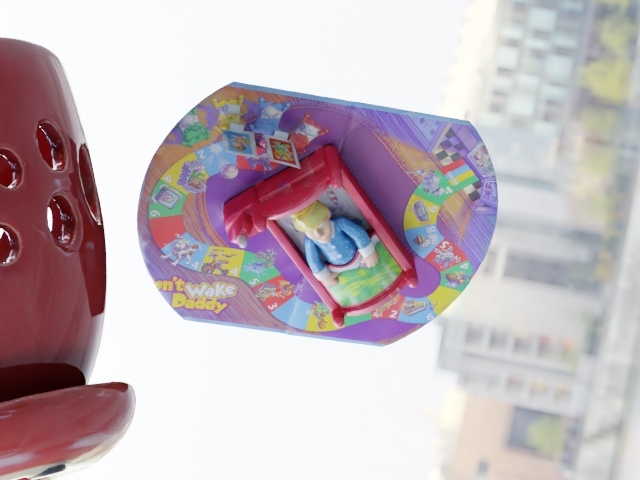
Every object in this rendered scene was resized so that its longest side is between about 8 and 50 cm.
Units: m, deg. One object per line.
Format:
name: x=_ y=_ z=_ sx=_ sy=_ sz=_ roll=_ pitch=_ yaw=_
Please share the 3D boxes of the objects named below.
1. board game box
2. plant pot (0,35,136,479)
board game box: x=0.000 y=0.000 z=0.909 sx=0.033 sy=0.168 sz=0.133 roll=-99 pitch=22 yaw=-55
plant pot: x=-0.177 y=0.027 z=0.820 sx=0.191 sy=0.191 sz=0.174 roll=28 pitch=-134 yaw=-81
